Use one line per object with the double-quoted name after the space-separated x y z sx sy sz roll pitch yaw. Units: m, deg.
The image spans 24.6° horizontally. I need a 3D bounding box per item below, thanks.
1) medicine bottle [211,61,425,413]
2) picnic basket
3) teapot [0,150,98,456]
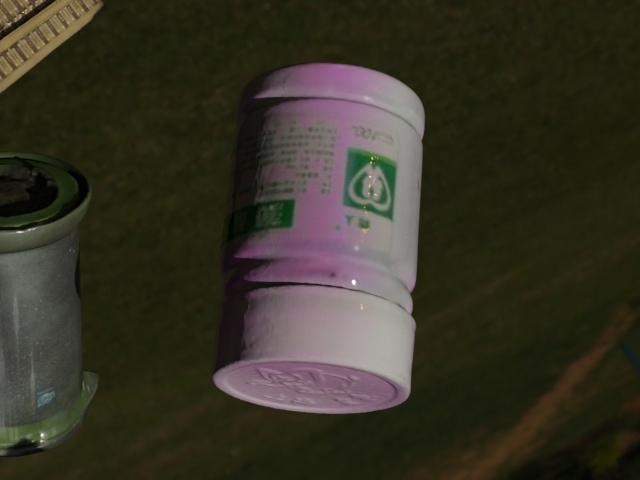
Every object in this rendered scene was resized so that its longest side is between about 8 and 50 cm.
0.000 0.000 1.538 0.212 0.325 0.212 4 160 1 "medicine bottle"
-0.450 -0.277 1.854 0.313 0.175 0.228 -13 -153 52 "picnic basket"
-0.389 0.092 1.697 0.270 0.200 0.337 -12 122 -26 "teapot"
